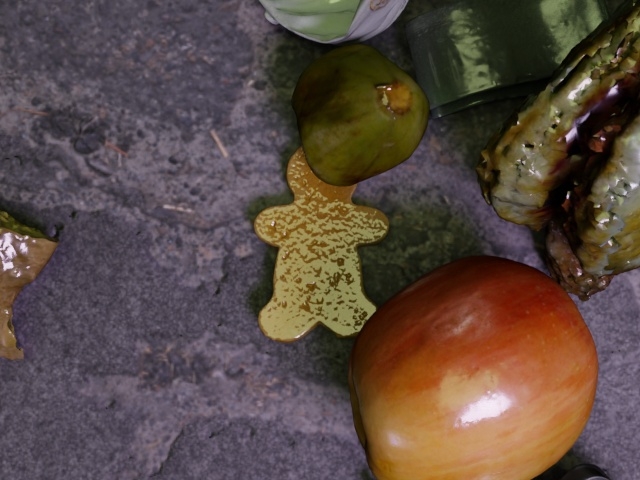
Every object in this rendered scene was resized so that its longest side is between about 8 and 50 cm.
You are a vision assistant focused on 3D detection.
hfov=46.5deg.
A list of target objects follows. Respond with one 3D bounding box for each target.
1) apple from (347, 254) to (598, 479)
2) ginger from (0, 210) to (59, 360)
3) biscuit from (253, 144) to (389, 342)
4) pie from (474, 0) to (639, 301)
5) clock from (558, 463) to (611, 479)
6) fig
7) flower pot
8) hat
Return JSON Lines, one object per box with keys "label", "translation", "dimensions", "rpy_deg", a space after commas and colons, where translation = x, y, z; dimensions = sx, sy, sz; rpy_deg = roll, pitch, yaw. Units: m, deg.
{"label": "apple", "translation": [0.138, 0.135, 0.757], "dimensions": [0.241, 0.242, 0.242], "rpy_deg": [-21, 86, -13]}
{"label": "ginger", "translation": [-0.428, 0.075, 0.828], "dimensions": [0.219, 0.123, 0.270], "rpy_deg": [25, 86, -20]}
{"label": "biscuit", "translation": [0.000, 0.000, 0.870], "dimensions": [0.158, 0.035, 0.240], "rpy_deg": [3, 80, 0]}
{"label": "pie", "translation": [0.340, -0.154, 0.718], "dimensions": [0.180, 0.395, 0.418], "rpy_deg": [41, 93, 24]}
{"label": "clock", "translation": [0.263, 0.404, 0.800], "dimensions": [0.279, 0.049, 0.273], "rpy_deg": [-44, 111, -4]}
{"label": "fig", "translation": [0.047, -0.139, 0.800], "dimensions": [0.154, 0.165, 0.144], "rpy_deg": [-42, 110, -26]}
{"label": "flower pot", "translation": [0.213, -0.219, 0.851], "dimensions": [0.229, 0.103, 0.108], "rpy_deg": [-13, 86, 1]}
{"label": "hat", "translation": [0.072, -0.348, 0.858], "dimensions": [0.301, 0.168, 0.258], "rpy_deg": [-22, 65, -23]}
